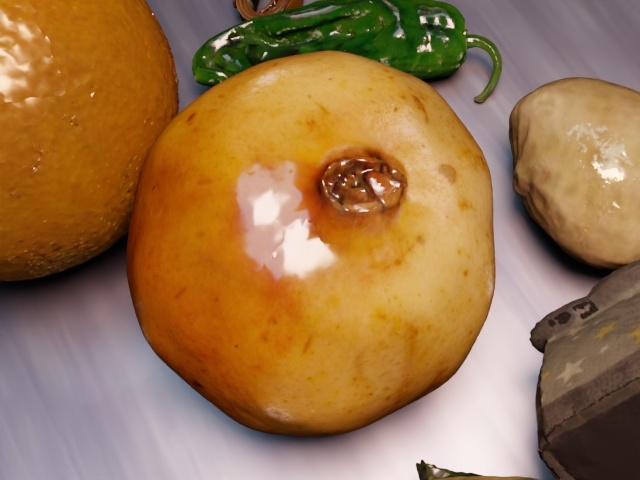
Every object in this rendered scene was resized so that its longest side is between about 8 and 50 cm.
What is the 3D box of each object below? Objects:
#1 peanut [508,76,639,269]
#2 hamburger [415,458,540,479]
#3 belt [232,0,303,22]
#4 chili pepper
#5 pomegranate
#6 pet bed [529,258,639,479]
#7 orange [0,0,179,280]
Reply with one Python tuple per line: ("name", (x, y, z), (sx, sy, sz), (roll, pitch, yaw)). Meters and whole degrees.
("peanut", (0.246, -0.025, 0.725), (0.253, 0.122, 0.137), (28, 70, 12))
("hamburger", (0.057, 0.283, 0.590), (0.211, 0.132, 0.308), (-4, 67, -1))
("belt", (-0.047, -0.220, 0.887), (0.059, 0.036, 0.083), (6, 65, 15))
("chili pepper", (0.021, -0.161, 0.837), (0.257, 0.074, 0.100), (-8, 67, 6))
("pomegranate", (0.000, 0.000, 0.660), (0.265, 0.264, 0.264), (-2, 65, 4))
("pet bed", (0.252, 0.086, 0.610), (0.183, 0.211, 0.159), (45, 30, -10))
("orange", (-0.233, -0.099, 0.720), (0.274, 0.274, 0.274), (-2, 65, 4))
